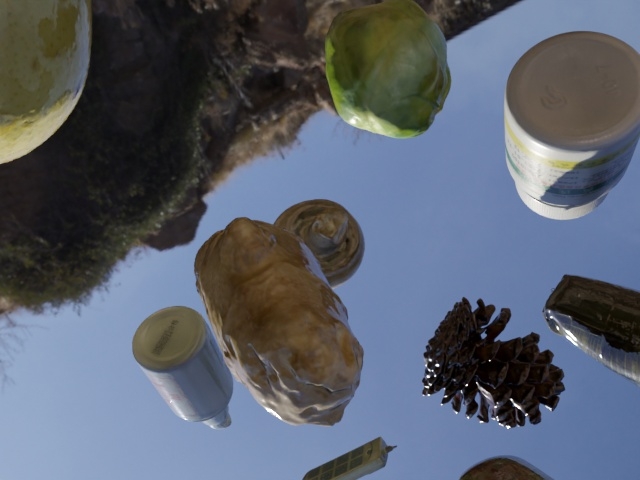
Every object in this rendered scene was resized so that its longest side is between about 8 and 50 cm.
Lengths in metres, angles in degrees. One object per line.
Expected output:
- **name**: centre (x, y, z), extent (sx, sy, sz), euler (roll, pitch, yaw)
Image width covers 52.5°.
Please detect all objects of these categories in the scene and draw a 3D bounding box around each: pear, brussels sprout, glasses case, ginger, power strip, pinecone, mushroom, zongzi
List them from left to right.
- **pear**: centre (-0.363, -0.215, 0.595), extent (0.309, 0.309, 0.309), euler (-16, -151, 9)
- **ginger**: centre (-0.060, 0.055, 0.652), extent (0.126, 0.189, 0.354), euler (-32, -162, -11)
- **mushroom**: centre (0.000, 0.000, 1.339), extent (0.204, 0.204, 0.204), euler (-16, -151, 9)
- **power strip**: centre (0.053, 0.455, 1.298), extent (0.227, 0.029, 0.080), euler (-31, -172, 14)
- **brussels sprout**: centre (0.100, -0.249, 0.959), extent (0.161, 0.223, 0.223), euler (-21, -159, 45)
- **pinecone**: centre (0.347, 0.252, 1.294), extent (0.246, 0.292, 0.246), euler (-62, -173, 14)
- **glasses case**: centre (0.385, 0.497, 1.161), extent (0.157, 0.098, 0.425), euler (-21, -174, -10)
- **zongzi**: centre (0.768, 0.271, 1.611), extent (0.403, 0.432, 0.207), euler (19, -113, 36)

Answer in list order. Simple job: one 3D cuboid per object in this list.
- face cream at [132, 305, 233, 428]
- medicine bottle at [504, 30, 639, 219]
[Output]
- **face cream**: centre (-0.177, 0.200, 0.920), extent (0.101, 0.251, 0.101), euler (-5, -131, 6)
- **medicine bottle**: centre (0.421, -0.172, 1.101), extent (0.208, 0.339, 0.208), euler (-5, -110, 15)
